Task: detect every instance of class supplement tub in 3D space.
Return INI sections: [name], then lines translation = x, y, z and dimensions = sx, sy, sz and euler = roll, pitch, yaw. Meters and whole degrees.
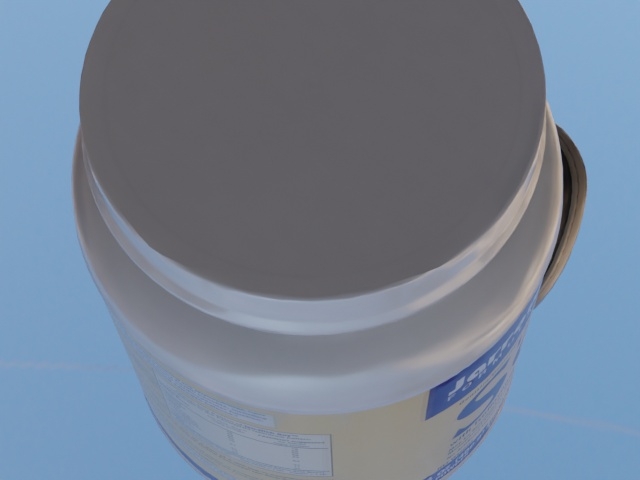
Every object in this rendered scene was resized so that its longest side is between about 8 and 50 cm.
[supplement tub]
translation = 0.000, 0.000, 0.755
dimensions = 0.241, 0.331, 0.241
euler = 0, -114, 1

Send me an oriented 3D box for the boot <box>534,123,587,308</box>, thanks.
[boot]
translation = 0.051, 0.044, 1.277
dimensions = 0.284, 0.377, 0.138
euler = -2, -129, -45
